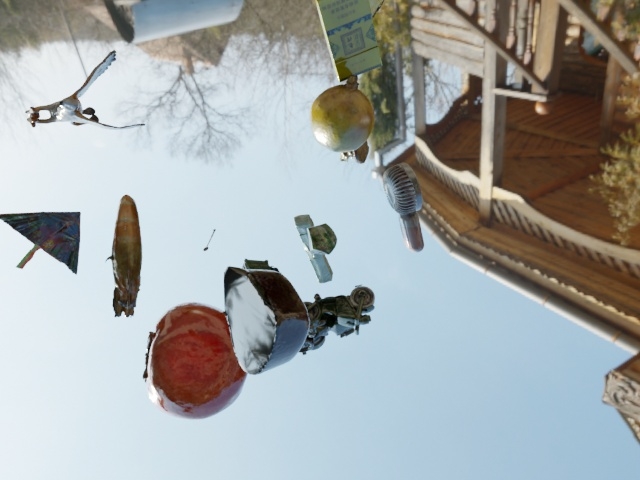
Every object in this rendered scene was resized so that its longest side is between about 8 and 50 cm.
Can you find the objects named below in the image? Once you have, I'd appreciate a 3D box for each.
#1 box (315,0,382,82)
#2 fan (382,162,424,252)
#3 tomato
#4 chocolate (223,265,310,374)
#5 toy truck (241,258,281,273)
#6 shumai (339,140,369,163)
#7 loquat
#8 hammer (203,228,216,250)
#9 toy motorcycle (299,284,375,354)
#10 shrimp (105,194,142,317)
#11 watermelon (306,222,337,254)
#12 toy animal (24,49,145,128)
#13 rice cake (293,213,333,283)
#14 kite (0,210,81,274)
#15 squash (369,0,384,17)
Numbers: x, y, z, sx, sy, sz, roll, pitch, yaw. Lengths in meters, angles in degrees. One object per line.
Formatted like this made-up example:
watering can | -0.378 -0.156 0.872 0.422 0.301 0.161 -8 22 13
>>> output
box | 0.091 -0.642 1.577 0.152 0.279 0.041 -23 -134 0
fan | 0.228 -0.082 1.340 0.074 0.245 0.130 -20 -157 -9
tomato | -0.351 0.337 1.453 0.289 0.293 0.326 9 -108 -12
chocolate | -0.064 0.096 0.686 0.080 0.149 0.125 -8 170 -40
toy truck | -0.208 0.183 1.591 0.121 0.259 0.088 4 -145 -31
shumai | 0.138 -0.391 2.105 0.105 0.139 0.123 16 -138 22
loquat | 0.074 -0.411 1.646 0.213 0.246 0.213 12 -150 -7
hammer | -0.426 -0.002 1.967 0.014 0.123 0.029 40 -142 7
toy motorcycle | 0.033 0.242 1.487 0.274 0.205 0.127 -14 -127 -4
shrimp | -0.393 0.030 1.023 0.067 0.249 0.150 3 162 -20
watermelon | 0.001 -0.005 1.392 0.092 0.085 0.072 0 -177 -33
toy animal | -0.710 -0.382 1.457 0.284 0.225 0.302 -9 -166 39
rice cake | -0.025 0.031 1.944 0.066 0.337 0.063 -14 -142 11
kite | -0.512 -0.003 0.956 0.159 0.190 0.010 -40 -140 -4
squash | 0.088 -0.820 1.650 0.252 0.170 0.093 46 -153 27
